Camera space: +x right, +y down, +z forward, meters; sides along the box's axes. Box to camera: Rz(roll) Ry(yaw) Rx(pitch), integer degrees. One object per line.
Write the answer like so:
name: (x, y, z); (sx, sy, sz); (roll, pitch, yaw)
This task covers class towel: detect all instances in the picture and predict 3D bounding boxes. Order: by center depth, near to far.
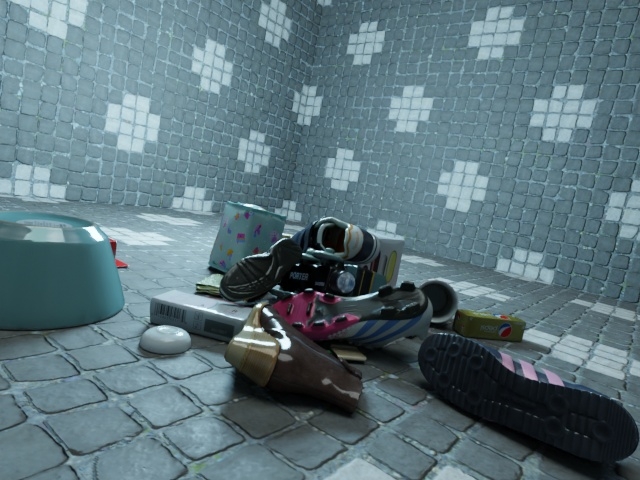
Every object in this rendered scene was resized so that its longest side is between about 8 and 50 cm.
towel: (-0.255, 0.118, 1.116); (0.110, 0.027, 0.148); (10, 8, 4)

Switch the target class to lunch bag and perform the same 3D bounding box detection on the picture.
lunch bag: (-0.242, -0.004, 1.325); (0.160, 0.223, 0.262); (12, 2, -38)

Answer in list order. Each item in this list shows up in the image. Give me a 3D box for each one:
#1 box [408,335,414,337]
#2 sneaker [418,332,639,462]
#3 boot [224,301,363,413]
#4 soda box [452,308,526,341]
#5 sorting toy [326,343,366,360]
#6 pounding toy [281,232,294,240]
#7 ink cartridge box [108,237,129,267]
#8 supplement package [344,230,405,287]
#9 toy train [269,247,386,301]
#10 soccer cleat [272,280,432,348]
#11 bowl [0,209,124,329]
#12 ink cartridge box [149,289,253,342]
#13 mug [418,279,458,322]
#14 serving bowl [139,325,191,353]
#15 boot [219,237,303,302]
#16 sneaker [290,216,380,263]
box: (0.173, 0.198, 1.076); (0.162, 0.029, 0.116); (12, 7, 28)
sneaker: (0.310, 0.244, 0.677); (0.319, 0.112, 0.131); (20, -5, 43)
boot: (-0.037, 0.191, 0.707); (0.207, 0.090, 0.248); (22, 5, 0)
soda box: (0.447, 0.226, 1.134); (0.182, 0.058, 0.061); (8, 7, -16)
sorting toy: (0.039, 0.214, 0.809); (0.084, 0.012, 0.062); (9, 4, -13)
pounding toy: (-0.194, 0.015, 1.594); (0.181, 0.094, 0.206); (9, 27, -2)
ink cartridge box: (-0.636, 0.022, 1.119); (0.134, 0.077, 0.231); (15, 8, 38)
supplement package: (0.123, 0.077, 1.280); (0.194, 0.202, 0.149); (3, 10, -44)
toy train: (0.007, 0.108, 1.060); (0.191, 0.142, 0.334); (21, -13, -29)
soccer cleat: (0.061, 0.173, 0.869); (0.332, 0.143, 0.115); (-7, 40, 12)
bowl: (-0.529, 0.037, 0.801); (0.312, 0.162, 0.311); (10, 8, -1)
ink cartridge box: (-0.210, 0.139, 0.895); (0.189, 0.066, 0.232); (11, 11, 10)
mug: (0.302, 0.163, 1.204); (0.151, 0.113, 0.169); (7, -2, 13)
serving bowl: (-0.259, 0.163, 0.721); (0.084, 0.027, 0.083); (10, 6, -1)
boot: (-0.155, 0.100, 0.963); (0.085, 0.178, 0.236); (49, 41, 6)
sneaker: (0.000, 0.000, 1.173); (0.322, 0.125, 0.128); (-4, -20, 43)
